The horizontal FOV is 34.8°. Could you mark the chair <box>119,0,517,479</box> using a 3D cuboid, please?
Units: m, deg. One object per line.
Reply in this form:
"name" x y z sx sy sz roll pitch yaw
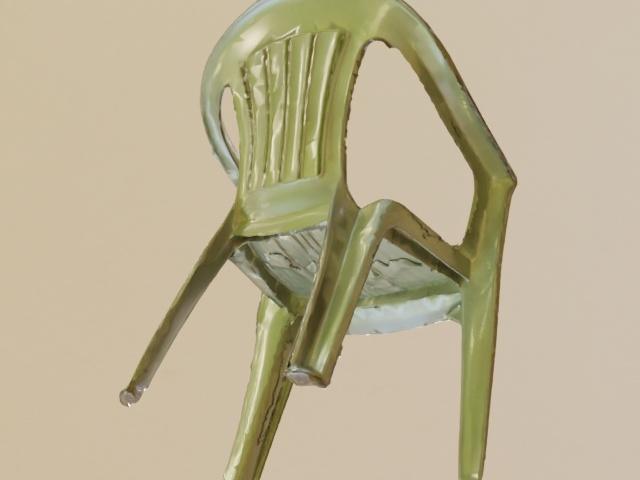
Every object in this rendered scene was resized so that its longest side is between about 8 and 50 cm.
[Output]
"chair" 0.000 0.000 0.640 0.190 0.203 0.274 47 -136 -38
